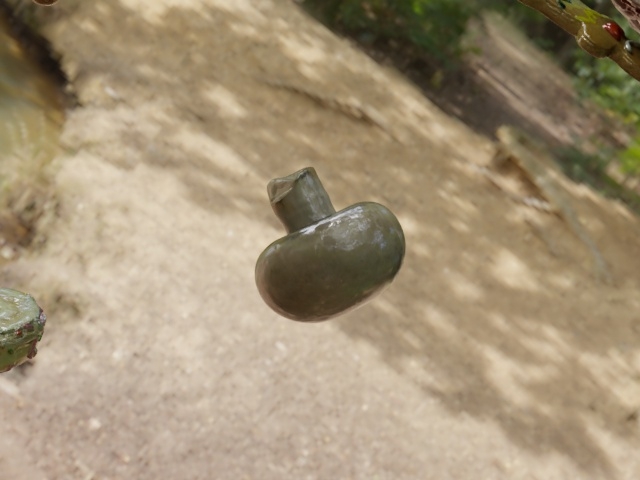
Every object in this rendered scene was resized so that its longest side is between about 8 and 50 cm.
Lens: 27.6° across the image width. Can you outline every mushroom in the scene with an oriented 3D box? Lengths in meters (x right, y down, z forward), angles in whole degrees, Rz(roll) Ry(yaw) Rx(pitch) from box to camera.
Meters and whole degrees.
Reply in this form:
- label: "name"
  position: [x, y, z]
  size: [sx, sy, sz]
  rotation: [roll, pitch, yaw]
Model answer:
- label: "mushroom"
  position: [0.000, 0.000, 1.642]
  size: [0.204, 0.204, 0.204]
  rotation: [36, 14, -11]

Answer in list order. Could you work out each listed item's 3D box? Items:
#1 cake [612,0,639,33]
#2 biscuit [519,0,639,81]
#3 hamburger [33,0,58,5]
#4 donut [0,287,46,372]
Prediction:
- label: "cake"
  position: [0.555, -0.316, 1.741]
  size: [0.309, 0.230, 0.237]
  rotation: [37, 14, -43]
- label: "biscuit"
  position: [0.358, -0.282, 1.716]
  size: [0.240, 0.035, 0.158]
  rotation: [36, 29, 5]
- label: "hamburger"
  position: [-0.412, -0.439, 1.692]
  size: [0.237, 0.276, 0.276]
  rotation: [44, 15, 29]
- label: "donut"
  position: [-0.411, 0.111, 1.548]
  size: [0.174, 0.068, 0.174]
  rotation: [5, 19, -2]
